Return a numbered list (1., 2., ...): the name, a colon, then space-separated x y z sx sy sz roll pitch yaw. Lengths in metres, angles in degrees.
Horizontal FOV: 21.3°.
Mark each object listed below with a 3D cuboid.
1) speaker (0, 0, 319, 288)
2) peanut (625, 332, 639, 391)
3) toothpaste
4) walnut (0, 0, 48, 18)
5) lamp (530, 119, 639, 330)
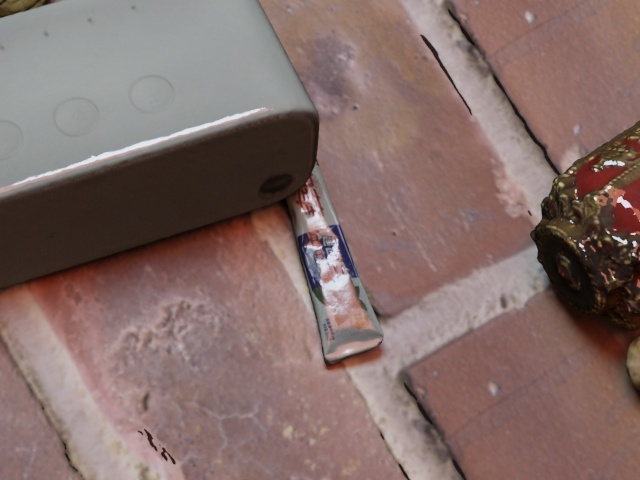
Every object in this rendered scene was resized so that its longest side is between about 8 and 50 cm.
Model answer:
1. speaker: -0.221 -0.097 1.525 0.406 0.183 0.184 -17 67 -11
2. peanut: 0.380 0.122 1.584 0.194 0.093 0.083 10 54 -2
3. toothpaste: 0.000 0.000 1.602 0.060 0.038 0.233 -17 73 -1
4. walnut: -0.296 -0.255 1.633 0.092 0.092 0.092 3 69 -7
5. lamp: 0.334 -0.034 1.599 0.274 0.177 0.177 -30 76 -20
